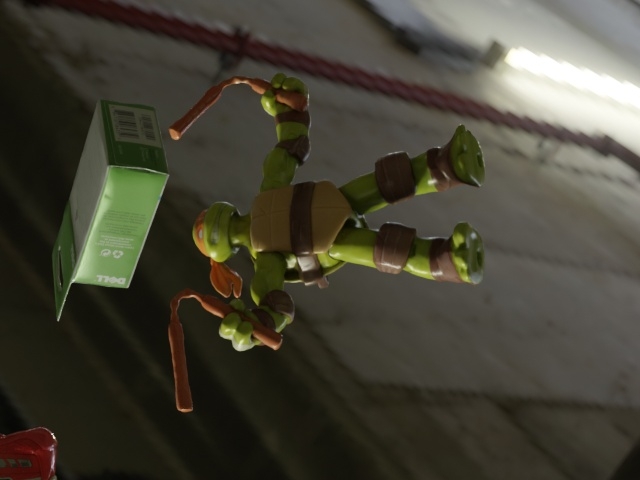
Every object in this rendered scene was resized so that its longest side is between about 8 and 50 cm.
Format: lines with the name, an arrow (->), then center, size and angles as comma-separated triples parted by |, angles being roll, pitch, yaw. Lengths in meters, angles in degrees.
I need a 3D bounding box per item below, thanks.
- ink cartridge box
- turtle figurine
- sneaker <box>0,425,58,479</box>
ink cartridge box -> -0.213, -0.025, 1.823 | 0.062, 0.209, 0.109 | 8, -141, -20
turtle figurine -> 0.000, 0.000, 1.232 | 0.087, 0.217, 0.269 | 63, -152, -51
sneaker -> -0.294, 0.109, 1.201 | 0.279, 0.118, 0.107 | 24, 179, 10
